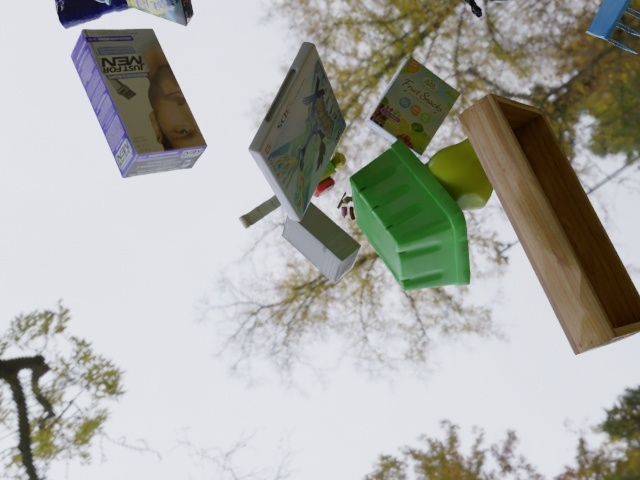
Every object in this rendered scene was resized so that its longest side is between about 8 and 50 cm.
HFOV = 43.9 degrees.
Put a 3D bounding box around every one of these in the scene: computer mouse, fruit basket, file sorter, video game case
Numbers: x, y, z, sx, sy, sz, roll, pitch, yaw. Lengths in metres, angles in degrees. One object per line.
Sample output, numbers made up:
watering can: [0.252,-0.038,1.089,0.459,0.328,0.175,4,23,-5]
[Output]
computer mouse: [0.474,-0.661,2.143,0.192,0.042,0.106,-21,-127,-13]
fruit basket: [0.294,-0.096,1.961,0.392,0.391,0.283,-84,-13,-46]
file sorter: [0.735,-0.543,1.877,0.104,0.170,0.118,22,-161,-12]
video game case: [-0.043,-0.246,1.870,0.300,0.036,0.329,-65,-24,-18]

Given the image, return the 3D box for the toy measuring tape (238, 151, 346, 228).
toy measuring tape: [-0.067,-0.141,2.076,0.330,0.121,0.121,-33,-96,-15]

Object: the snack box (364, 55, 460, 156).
snack box: [0.245,-0.355,2.120,0.174,0.207,0.070,33,173,-11]

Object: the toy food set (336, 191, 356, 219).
toy food set: [0.096,-0.096,2.388,0.122,0.019,0.078,32,-97,-38]

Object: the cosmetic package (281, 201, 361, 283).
cosmetic package: [0.000,0.000,2.442,0.238,0.127,0.107,38,-125,18]

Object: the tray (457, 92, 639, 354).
tray: [0.374,-0.030,1.262,0.202,0.076,0.411,0,-118,-52]

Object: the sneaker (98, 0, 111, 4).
sneaker: [-0.449,-0.516,1.544,0.092,0.088,0.229,17,-171,-5]

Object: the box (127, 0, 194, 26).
box: [-0.384,-0.604,1.818,0.159,0.233,0.044,21,-113,8]

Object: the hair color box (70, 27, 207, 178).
hair color box: [-0.414,-0.318,1.805,0.185,0.110,0.339,-14,-108,-40]

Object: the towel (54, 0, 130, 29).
towel: [-0.571,-0.676,2.162,0.076,0.308,0.228,77,171,-49]
